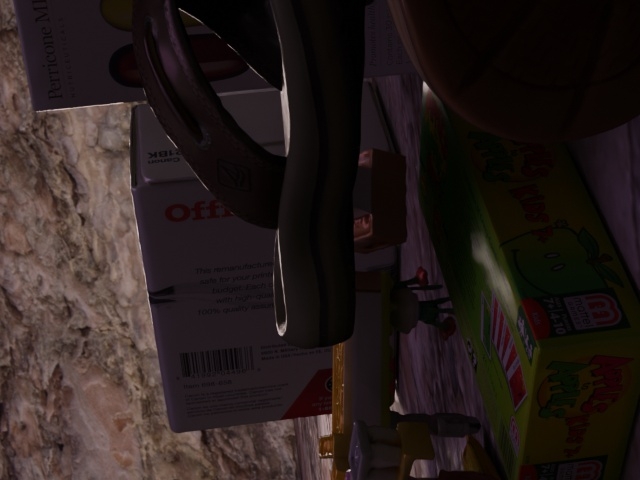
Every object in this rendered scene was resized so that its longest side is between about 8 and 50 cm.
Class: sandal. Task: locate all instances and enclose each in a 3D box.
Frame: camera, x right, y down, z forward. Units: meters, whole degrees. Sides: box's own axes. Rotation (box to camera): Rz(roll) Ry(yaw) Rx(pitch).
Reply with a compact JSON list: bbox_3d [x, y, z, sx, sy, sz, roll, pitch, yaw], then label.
[{"bbox_3d":[-0.026,-0.060,0.467,0.303,0.086,0.120,90,-177,-47],"label":"sandal"}]

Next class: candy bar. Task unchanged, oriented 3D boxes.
[{"bbox_3d":[0.098,0.153,0.659,0.161,0.018,0.040,-112,12,-68],"label":"candy bar"}]

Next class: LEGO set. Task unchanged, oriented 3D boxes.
[{"bbox_3d":[0.061,0.087,0.589,0.287,0.107,0.132,-96,12,-46],"label":"LEGO set"}]

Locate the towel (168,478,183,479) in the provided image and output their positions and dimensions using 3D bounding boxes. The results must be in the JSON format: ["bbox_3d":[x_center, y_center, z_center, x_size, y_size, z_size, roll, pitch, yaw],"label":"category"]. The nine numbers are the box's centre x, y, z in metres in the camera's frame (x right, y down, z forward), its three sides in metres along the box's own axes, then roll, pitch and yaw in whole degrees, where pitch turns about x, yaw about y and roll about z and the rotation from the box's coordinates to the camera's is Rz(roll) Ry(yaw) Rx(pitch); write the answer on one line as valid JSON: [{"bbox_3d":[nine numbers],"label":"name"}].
[{"bbox_3d":[0.009,0.245,0.458,0.283,0.121,0.235,34,149,24],"label":"towel"}]

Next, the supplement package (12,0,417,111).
[{"bbox_3d":[-0.068,-0.178,0.783,0.134,0.244,0.139,-106,10,-60],"label":"supplement package"}]

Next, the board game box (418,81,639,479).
[{"bbox_3d":[0.081,0.006,0.514,0.181,0.043,0.092,-103,9,-46],"label":"board game box"}]

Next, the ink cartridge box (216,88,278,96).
[{"bbox_3d":[-0.064,-0.225,1.296,0.223,0.129,0.307,89,172,-49],"label":"ink cartridge box"}]

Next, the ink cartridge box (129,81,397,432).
[{"bbox_3d":[-0.042,0.017,1.010,0.114,0.197,0.273,-102,8,-48],"label":"ink cartridge box"}]

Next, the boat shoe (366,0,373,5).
[{"bbox_3d":[0.001,-0.294,0.595,0.130,0.132,0.355,-21,83,41],"label":"boat shoe"}]

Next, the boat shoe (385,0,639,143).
[{"bbox_3d":[0.036,-0.202,0.355,0.123,0.123,0.342,-123,21,-75],"label":"boat shoe"}]
